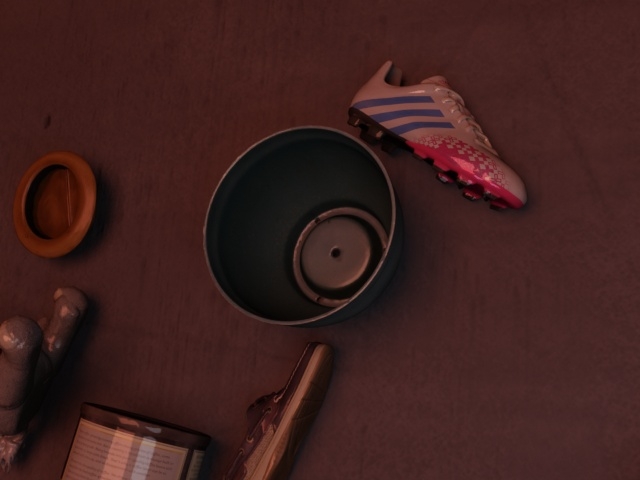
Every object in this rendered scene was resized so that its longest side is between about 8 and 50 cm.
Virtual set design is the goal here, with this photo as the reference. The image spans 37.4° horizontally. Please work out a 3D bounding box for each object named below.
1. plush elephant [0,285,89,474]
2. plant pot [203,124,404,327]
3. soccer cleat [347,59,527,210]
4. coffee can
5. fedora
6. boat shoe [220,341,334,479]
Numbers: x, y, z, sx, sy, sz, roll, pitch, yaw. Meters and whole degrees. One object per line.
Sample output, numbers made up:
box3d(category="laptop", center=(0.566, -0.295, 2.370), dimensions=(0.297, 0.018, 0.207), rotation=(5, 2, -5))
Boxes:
box3d(category="plush elephant", center=(-0.571, 0.194, 1.547), dimensions=(0.255, 0.272, 0.330), rotation=(25, 109, 2))
box3d(category="plant pot", center=(0.000, 0.000, 1.411), dimensions=(0.293, 0.196, 0.293), rotation=(-6, 72, 20))
box3d(category="soccer cleat", center=(0.189, -0.170, 1.430), dimensions=(0.331, 0.116, 0.143), rotation=(33, 88, 28))
box3d(category="coffee can", center=(-0.297, 0.400, 1.405), dimensions=(0.201, 0.201, 0.275), rotation=(11, 78, 25))
box3d(category="fedora", center=(-0.457, -0.060, 1.686), dimensions=(0.194, 0.079, 0.194), rotation=(-4, 79, 21))
box3d(category="boat shoe", center=(-0.070, 0.274, 1.409), dimensions=(0.092, 0.103, 0.285), rotation=(24, 90, 22))
